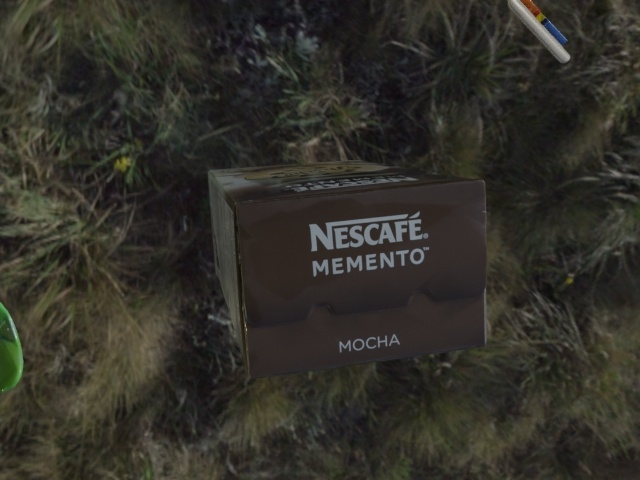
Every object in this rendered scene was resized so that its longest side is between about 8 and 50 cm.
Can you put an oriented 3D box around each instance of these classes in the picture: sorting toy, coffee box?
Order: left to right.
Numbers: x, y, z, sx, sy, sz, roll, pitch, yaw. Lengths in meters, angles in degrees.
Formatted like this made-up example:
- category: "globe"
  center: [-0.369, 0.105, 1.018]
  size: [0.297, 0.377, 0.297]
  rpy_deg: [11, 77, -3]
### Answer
- category: "coffee box"
  center: [0.000, 0.000, 0.569]
  size: [0.168, 0.297, 0.118]
  rpy_deg: [-5, 101, -12]
- category: "sorting toy"
  center: [0.129, -0.154, 0.433]
  size: [0.083, 0.062, 0.012]
  rpy_deg: [39, 121, -18]

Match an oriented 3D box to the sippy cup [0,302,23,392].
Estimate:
- category: "sippy cup"
  center: [-0.551, 0.152, 0.867]
  size: [0.306, 0.223, 0.240]
  rpy_deg: [-3, 154, -23]
